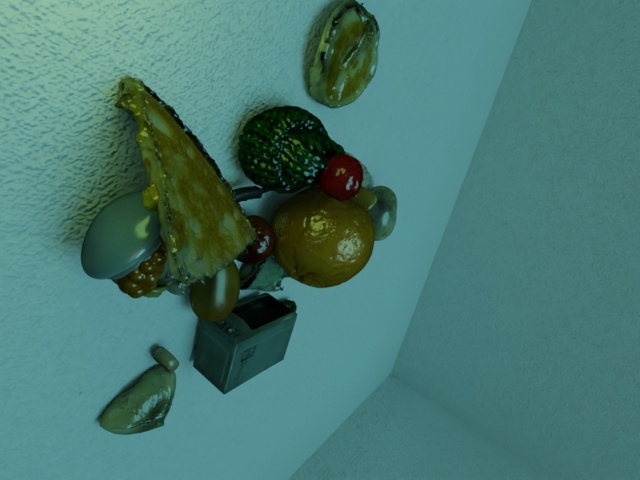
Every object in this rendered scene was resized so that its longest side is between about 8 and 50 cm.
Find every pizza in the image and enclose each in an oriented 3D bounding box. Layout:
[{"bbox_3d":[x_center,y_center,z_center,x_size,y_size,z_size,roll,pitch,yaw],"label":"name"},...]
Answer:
[{"bbox_3d":[-0.259,-0.088,0.968,0.080,0.434,0.392,-22,162,13],"label":"pizza"}]

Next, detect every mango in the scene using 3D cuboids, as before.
[{"bbox_3d":[-0.303,0.133,1.316,0.152,0.121,0.220,-6,114,-59],"label":"mango"}]

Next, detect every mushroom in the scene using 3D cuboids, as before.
[{"bbox_3d":[0.239,-0.116,1.929,0.184,0.254,0.254,-2,129,-9],"label":"mushroom"}]

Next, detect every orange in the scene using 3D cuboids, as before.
[{"bbox_3d":[0.000,0.000,1.450,0.293,0.341,0.340,-65,156,-24],"label":"orange"}]

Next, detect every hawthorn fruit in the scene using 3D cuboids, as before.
[{"bbox_3d":[-0.203,0.003,1.348,0.148,0.148,0.172,-56,168,-10],"label":"hawthorn fruit"}]

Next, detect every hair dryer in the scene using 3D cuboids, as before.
[{"bbox_3d":[-0.229,-0.086,1.237,0.272,0.091,0.235,-25,137,-36],"label":"hair dryer"}]

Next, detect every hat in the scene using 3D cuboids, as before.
[{"bbox_3d":[-0.031,-0.225,1.212,0.274,0.332,0.242,-42,149,-37],"label":"hat"}]

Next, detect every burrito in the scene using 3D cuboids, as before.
[{"bbox_3d":[-0.181,0.113,1.544,0.144,0.089,0.229,-51,153,11],"label":"burrito"}]

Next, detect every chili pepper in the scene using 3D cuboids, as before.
[{"bbox_3d":[-0.141,0.271,1.780,0.204,0.073,0.072,-14,114,-56],"label":"chili pepper"}]

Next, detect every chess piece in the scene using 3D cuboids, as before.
[{"bbox_3d":[-0.450,0.346,1.304,0.038,0.084,0.083,-44,148,-30],"label":"chess piece"}]

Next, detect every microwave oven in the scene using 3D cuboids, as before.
[{"bbox_3d":[-0.257,0.330,1.512,0.295,0.181,0.237,-17,131,-53],"label":"microwave oven"}]

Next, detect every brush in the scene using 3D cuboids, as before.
[{"bbox_3d":[0.106,-0.191,1.550,0.166,0.267,0.174,-51,141,-15],"label":"brush"}]

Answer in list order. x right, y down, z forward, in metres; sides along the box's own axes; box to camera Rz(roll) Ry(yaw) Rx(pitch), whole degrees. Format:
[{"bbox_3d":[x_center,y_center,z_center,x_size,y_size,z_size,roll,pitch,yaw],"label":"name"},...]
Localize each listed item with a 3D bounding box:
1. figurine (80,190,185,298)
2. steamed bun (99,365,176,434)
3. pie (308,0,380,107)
[{"bbox_3d":[-0.396,0.046,1.022,0.381,0.205,0.224,94,10,-62],"label":"figurine"},{"bbox_3d":[-0.502,0.482,1.322,0.212,0.111,0.231,-61,155,-2],"label":"steamed bun"},{"bbox_3d":[0.076,-0.559,1.363,0.339,0.077,0.339,-45,151,-34],"label":"pie"}]
